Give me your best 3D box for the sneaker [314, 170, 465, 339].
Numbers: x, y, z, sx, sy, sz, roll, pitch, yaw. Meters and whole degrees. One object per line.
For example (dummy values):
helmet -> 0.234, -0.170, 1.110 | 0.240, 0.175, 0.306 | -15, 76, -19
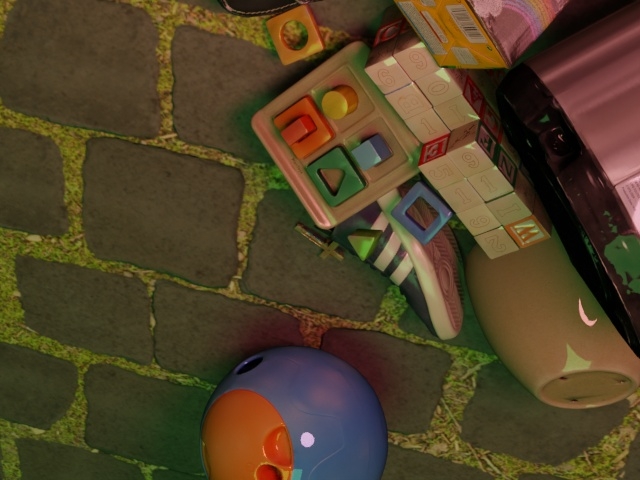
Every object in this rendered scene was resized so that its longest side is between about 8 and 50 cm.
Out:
sneaker -> 0.083, -0.005, 1.880 | 0.148, 0.131, 0.350 | -14, 118, 25

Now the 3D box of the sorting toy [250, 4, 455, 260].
sorting toy -> 0.021, -0.128, 1.729 | 0.196, 0.047, 0.347 | -33, 92, 30

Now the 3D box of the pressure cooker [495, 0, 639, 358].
pressure cooker -> 0.445, -0.106, 1.462 | 0.420, 0.375, 0.370 | -29, 136, 5

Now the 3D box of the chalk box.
chalk box -> 0.201, -0.307, 1.522 | 0.132, 0.213, 0.132 | 52, 159, -26

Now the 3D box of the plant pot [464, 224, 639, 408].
plant pot -> 0.338, 0.109, 1.800 | 0.284, 0.191, 0.284 | -2, 151, -1

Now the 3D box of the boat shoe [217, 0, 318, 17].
boat shoe -> -0.003, -0.334, 1.593 | 0.340, 0.113, 0.127 | -19, 125, 31

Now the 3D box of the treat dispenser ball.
treat dispenser ball -> -0.041, 0.304, 2.093 | 0.288, 0.288, 0.288 | 9, 134, 9

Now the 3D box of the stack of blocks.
stack of blocks -> 0.178, -0.143, 1.682 | 0.087, 0.171, 0.297 | -22, 123, 32

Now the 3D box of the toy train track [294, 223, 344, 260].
toy train track -> 0.000, 0.000, 1.985 | 0.083, 0.014, 0.048 | 35, 140, -9
